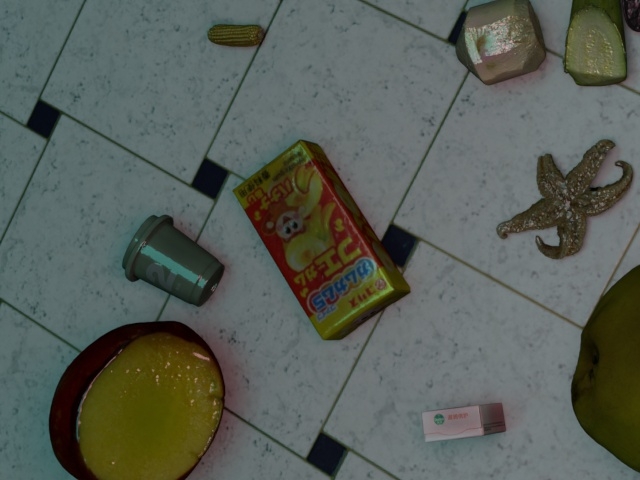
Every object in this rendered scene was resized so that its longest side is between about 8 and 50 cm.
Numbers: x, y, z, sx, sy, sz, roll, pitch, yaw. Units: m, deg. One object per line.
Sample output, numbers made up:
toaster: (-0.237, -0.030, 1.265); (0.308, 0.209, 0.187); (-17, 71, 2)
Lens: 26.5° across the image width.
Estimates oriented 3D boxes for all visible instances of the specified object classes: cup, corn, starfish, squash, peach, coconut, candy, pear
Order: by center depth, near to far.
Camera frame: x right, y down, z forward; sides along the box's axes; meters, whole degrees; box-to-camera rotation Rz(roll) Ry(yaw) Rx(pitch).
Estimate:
pear: (0.505, 0.155, 1.729); (0.375, 0.287, 0.287); (-6, 84, 5)
squash: (0.383, -0.321, 1.905); (0.090, 0.075, 0.200); (-10, 81, 47)
starfish: (0.341, -0.057, 1.918); (0.209, 0.053, 0.150); (-27, 73, 20)
coconut: (0.251, -0.284, 1.938); (0.122, 0.116, 0.116); (-16, 81, 20)
candy: (0.000, 0.000, 2.035); (0.146, 0.088, 0.276); (-34, 76, 15)
peach: (-0.280, 0.240, 2.054); (0.245, 0.248, 0.275); (31, 86, 42)
cup: (-0.227, 0.037, 2.119); (0.141, 0.120, 0.120); (32, 99, 7)
corn: (-0.133, -0.323, 2.137); (0.092, 0.037, 0.037); (7, 89, 21)

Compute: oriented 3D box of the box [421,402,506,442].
box: (0.202, 0.256, 1.915); (0.089, 0.125, 0.043); (-10, 82, 20)

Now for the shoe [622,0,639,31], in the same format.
shoe: (0.451, -0.383, 1.894); (0.071, 0.049, 0.179); (-6, 106, 8)
